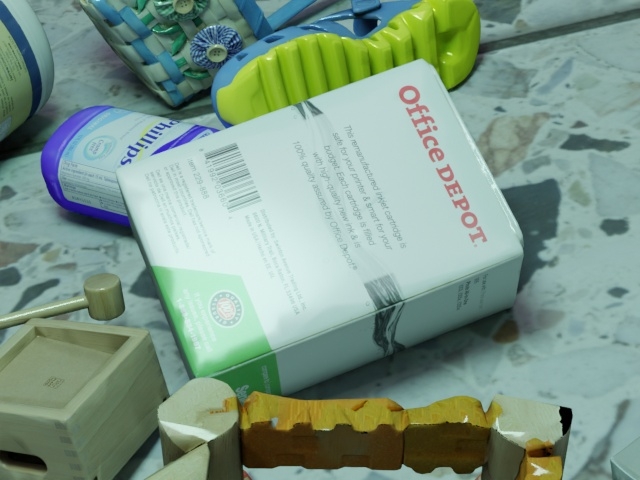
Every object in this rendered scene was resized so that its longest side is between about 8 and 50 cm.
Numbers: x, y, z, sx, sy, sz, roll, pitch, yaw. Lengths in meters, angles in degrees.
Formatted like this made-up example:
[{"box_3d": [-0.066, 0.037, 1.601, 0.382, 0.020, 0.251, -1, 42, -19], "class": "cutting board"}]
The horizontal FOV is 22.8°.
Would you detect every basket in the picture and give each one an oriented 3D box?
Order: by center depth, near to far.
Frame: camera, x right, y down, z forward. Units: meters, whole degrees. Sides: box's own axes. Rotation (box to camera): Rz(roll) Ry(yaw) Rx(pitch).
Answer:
[{"box_3d": [-0.115, -0.301, 1.707, 0.289, 0.255, 0.201, -44, 42, -5], "class": "basket"}]

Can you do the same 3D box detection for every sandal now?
[{"box_3d": [0.012, -0.176, 1.597, 0.317, 0.126, 0.138, -21, 30, -38], "class": "sandal"}]

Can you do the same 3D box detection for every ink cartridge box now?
[{"box_3d": [0.000, 0.000, 1.345, 0.289, 0.121, 0.211, -20, 64, -8], "class": "ink cartridge box"}]

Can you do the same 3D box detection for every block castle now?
[{"box_3d": [0.019, 0.313, 0.950, 0.303, 0.213, 0.453, 1, 46, 1], "class": "block castle"}]

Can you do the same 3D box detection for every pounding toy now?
[{"box_3d": [-0.219, 0.119, 1.355, 0.181, 0.094, 0.206, 4, 32, 29], "class": "pounding toy"}]

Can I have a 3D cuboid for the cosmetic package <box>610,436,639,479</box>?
[{"box_3d": [0.322, 0.153, 1.108, 0.238, 0.127, 0.107, -29, 41, -20], "class": "cosmetic package"}]

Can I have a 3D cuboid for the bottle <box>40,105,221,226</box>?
[{"box_3d": [-0.134, -0.058, 1.533, 0.283, 0.092, 0.118, 15, 45, 31], "class": "bottle"}]

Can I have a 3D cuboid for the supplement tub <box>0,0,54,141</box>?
[{"box_3d": [-0.455, -0.145, 1.632, 0.228, 0.228, 0.316, 18, 48, 34], "class": "supplement tub"}]
